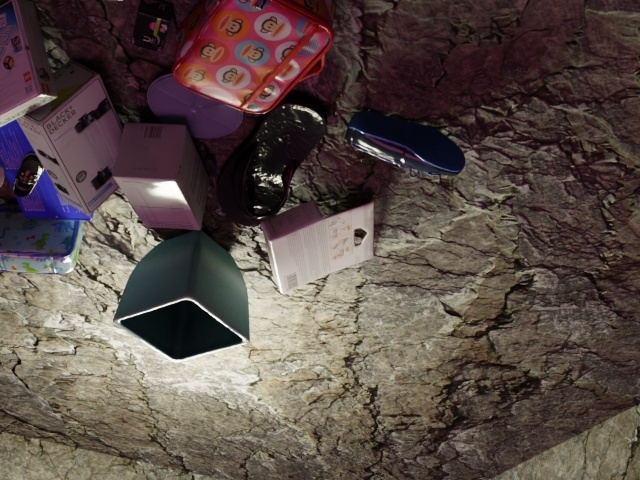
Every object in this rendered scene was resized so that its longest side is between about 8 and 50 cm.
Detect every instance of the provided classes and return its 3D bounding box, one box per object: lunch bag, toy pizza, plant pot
[{"bbox_3d":[-0.695,-0.010,2.070,0.219,0.176,0.090,3,139,-3],"label":"lunch bag"},{"bbox_3d":[-0.112,-0.365,1.587,0.258,0.120,0.293,20,142,-28],"label":"lunch bag"},{"bbox_3d":[-0.257,-0.283,1.767,0.201,0.032,0.201,7,149,4],"label":"toy pizza"},{"bbox_3d":[-0.333,0.122,2.154,0.248,0.252,0.247,-19,140,27],"label":"plant pot"}]

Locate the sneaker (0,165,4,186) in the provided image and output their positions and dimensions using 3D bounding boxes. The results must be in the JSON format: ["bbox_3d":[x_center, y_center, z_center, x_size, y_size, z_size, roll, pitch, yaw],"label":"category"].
[{"bbox_3d":[-0.833,-0.202,1.873,0.293,0.102,0.146,42,168,-19],"label":"sneaker"}]

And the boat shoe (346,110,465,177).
[{"bbox_3d":[0.180,-0.202,1.816,0.258,0.109,0.089,26,149,-3],"label":"boat shoe"}]

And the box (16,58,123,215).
[{"bbox_3d":[-0.499,-0.207,1.772,0.087,0.169,0.290,29,152,26],"label":"box"}]

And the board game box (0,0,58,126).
[{"bbox_3d":[-0.648,-0.312,1.637,0.305,0.192,0.053,-18,174,27],"label":"board game box"}]

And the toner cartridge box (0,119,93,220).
[{"bbox_3d":[-0.622,-0.178,1.912,0.165,0.075,0.347,3,144,2],"label":"toner cartridge box"}]

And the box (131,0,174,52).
[{"bbox_3d":[-0.314,-0.404,1.595,0.062,0.052,0.083,13,144,-14],"label":"box"}]

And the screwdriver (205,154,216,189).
[{"bbox_3d":[-0.246,-0.145,1.985,0.024,0.025,0.170,1,153,3],"label":"screwdriver"}]

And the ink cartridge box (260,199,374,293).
[{"bbox_3d":[0.000,0.000,2.088,0.261,0.066,0.296,-22,153,-8],"label":"ink cartridge box"}]

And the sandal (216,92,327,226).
[{"bbox_3d":[-0.124,-0.147,1.888,0.168,0.107,0.445,15,143,-15],"label":"sandal"}]

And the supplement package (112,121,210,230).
[{"bbox_3d":[-0.339,-0.134,1.857,0.139,0.133,0.244,4,156,7],"label":"supplement package"}]

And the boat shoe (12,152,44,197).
[{"bbox_3d":[-0.637,-0.141,1.866,0.049,0.042,0.133,23,139,-21],"label":"boat shoe"}]
